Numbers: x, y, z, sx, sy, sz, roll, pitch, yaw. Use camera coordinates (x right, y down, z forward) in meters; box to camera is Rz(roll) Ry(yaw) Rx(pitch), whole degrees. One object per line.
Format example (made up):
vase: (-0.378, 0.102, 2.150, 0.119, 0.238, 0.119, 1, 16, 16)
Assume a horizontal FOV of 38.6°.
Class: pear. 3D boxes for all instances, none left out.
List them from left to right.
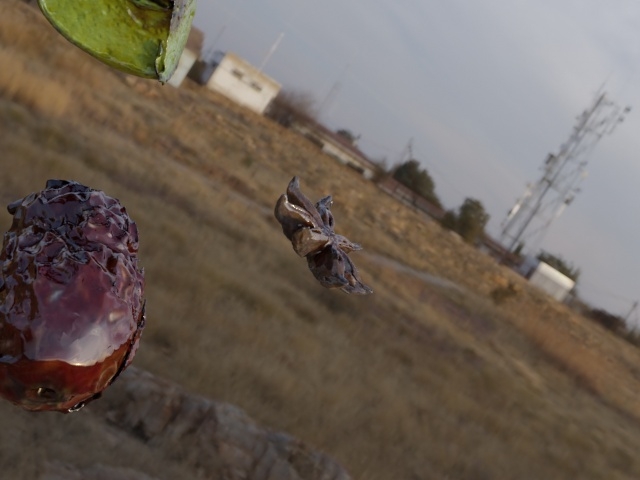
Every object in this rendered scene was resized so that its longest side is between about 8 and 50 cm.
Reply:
pear: (-0.314, -0.376, 1.352, 0.255, 0.238, 0.164, 11, 20, -1)

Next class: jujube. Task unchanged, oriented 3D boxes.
jujube: (-0.150, 0.028, 0.551, 0.104, 0.104, 0.166, 31, 38, -28)

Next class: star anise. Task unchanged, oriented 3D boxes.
star anise: (-0.002, -0.001, 0.909, 0.141, 0.042, 0.141, 50, 17, -22)
